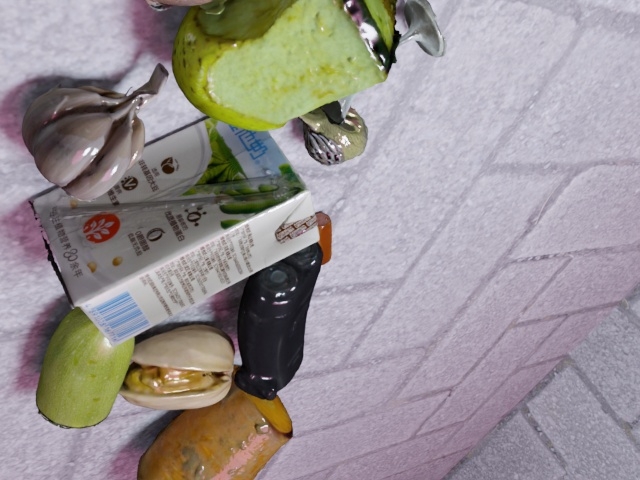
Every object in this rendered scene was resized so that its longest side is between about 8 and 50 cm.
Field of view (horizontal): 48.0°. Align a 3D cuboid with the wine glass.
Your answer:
[{"bbox_3d":[0.071,-0.250,0.973,0.182,0.122,0.122,-33,149,-7],"label":"wine glass"}]

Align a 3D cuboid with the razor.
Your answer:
[{"bbox_3d":[-0.080,0.143,1.321,0.189,0.107,0.327,-52,160,-43],"label":"razor"}]

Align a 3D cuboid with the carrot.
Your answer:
[{"bbox_3d":[-0.230,0.455,1.556,0.340,0.224,0.224,-41,148,6],"label":"carrot"}]

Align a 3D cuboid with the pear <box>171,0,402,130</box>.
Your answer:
[{"bbox_3d":[-0.048,-0.253,0.813,0.255,0.238,0.164,-21,130,27],"label":"pear"}]

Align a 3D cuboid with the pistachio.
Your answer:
[{"bbox_3d":[-0.259,0.229,1.311,0.229,0.157,0.157,1,135,-38],"label":"pistachio"}]

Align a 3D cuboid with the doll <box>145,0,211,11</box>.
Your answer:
[{"bbox_3d":[-0.087,-0.361,0.679,0.303,0.156,0.201,-51,-170,-9],"label":"doll"}]

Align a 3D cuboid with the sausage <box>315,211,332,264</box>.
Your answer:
[{"bbox_3d":[0.000,0.000,1.316,0.041,0.039,0.131,-30,150,-19],"label":"sausage"}]

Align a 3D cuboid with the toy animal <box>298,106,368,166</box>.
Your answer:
[{"bbox_3d":[0.004,-0.156,1.061,0.137,0.098,0.098,3,134,-35],"label":"toy animal"}]

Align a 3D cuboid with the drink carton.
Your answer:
[{"bbox_3d":[-0.190,-0.024,0.964,0.324,0.194,0.132,-28,150,-10],"label":"drink carton"}]

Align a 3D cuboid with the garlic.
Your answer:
[{"bbox_3d":[-0.248,-0.128,0.832,0.194,0.131,0.127,-34,178,4],"label":"garlic"}]

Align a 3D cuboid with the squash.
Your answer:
[{"bbox_3d":[-0.369,0.183,1.152,0.132,0.133,0.247,-4,137,-39],"label":"squash"}]
